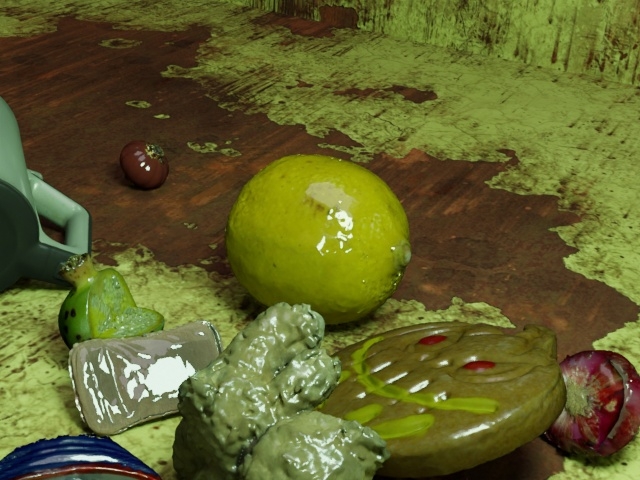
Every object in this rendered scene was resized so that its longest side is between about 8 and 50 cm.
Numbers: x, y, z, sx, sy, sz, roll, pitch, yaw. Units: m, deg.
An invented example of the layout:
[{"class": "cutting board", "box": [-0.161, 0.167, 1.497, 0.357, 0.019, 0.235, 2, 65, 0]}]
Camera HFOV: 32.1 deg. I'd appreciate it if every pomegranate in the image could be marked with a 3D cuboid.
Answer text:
[{"class": "pomegranate", "box": [-0.310, 0.107, 1.548, 0.169, 0.122, 0.143, 40, 32, -14]}]

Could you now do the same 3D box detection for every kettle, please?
[{"class": "kettle", "box": [-0.543, -0.065, 1.803, 0.361, 0.250, 0.377, 23, 17, -32]}]

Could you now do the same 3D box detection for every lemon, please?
[{"class": "lemon", "box": [0.000, 0.000, 1.681, 0.310, 0.258, 0.258, 14, 27, 29]}]

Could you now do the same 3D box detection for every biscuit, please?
[{"class": "biscuit", "box": [0.147, 0.173, 1.404, 0.350, 0.070, 0.394, -22, 15, -22]}]

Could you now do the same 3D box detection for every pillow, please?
[{"class": "pillow", "box": [-0.221, 0.177, 1.464, 0.211, 0.034, 0.135, -8, 70, -24]}]

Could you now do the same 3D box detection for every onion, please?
[{"class": "onion", "box": [0.373, 0.224, 1.465, 0.140, 0.150, 0.150, 28, 9, -37]}]

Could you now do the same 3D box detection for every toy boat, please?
[{"class": "toy boat", "box": [-0.296, 0.330, 1.195, 0.219, 0.072, 0.318, 10, 36, 4]}]

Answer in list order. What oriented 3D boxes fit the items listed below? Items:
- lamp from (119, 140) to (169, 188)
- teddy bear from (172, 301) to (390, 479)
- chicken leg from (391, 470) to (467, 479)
[{"class": "lamp", "box": [-0.334, -0.144, 2.108, 0.101, 0.090, 0.101, 40, 19, -17]}, {"class": "teddy bear", "box": [-0.047, 0.229, 1.247, 0.256, 0.267, 0.156, 40, 14, 21]}, {"class": "chicken leg", "box": [0.124, 0.272, 1.346, 0.113, 0.093, 0.304, -7, 22, 2]}]
